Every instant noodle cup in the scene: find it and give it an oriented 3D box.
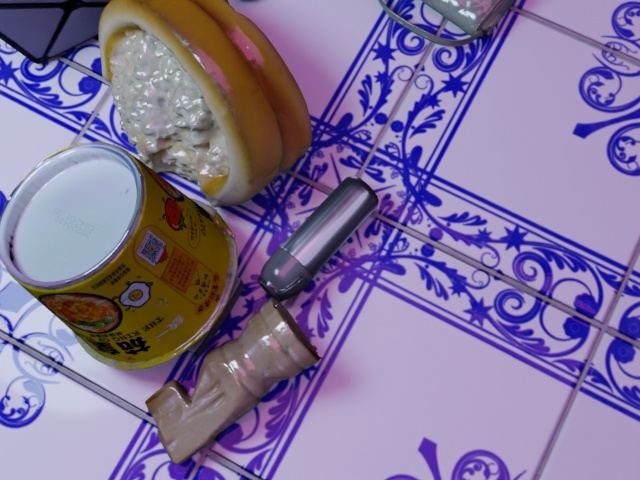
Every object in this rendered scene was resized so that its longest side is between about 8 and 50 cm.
[{"bbox_3d":[-0.327,0.012,1.307,0.325,0.254,0.326,-9,60,17],"label":"instant noodle cup"}]

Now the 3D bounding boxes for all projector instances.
[{"bbox_3d":[-0.216,0.107,1.420,0.115,0.061,0.147,30,76,9],"label":"projector"}]

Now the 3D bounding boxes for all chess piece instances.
[{"bbox_3d":[-0.149,0.235,1.361,0.301,0.137,0.137,-40,76,1],"label":"chess piece"}]

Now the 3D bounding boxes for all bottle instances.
[{"bbox_3d":[0.000,0.000,1.434,0.254,0.079,0.096,-46,40,-12],"label":"bottle"}]

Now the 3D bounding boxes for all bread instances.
[{"bbox_3d":[-0.211,-0.259,1.473,0.424,0.329,0.245,46,38,14],"label":"bread"}]

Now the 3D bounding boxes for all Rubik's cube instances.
[{"bbox_3d":[-0.490,-0.545,1.481,0.310,0.305,0.307,-24,80,4],"label":"Rubik's cube"}]

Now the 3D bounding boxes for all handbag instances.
[{"bbox_3d":[0.236,-0.485,1.587,0.256,0.079,0.219,40,81,14],"label":"handbag"}]
